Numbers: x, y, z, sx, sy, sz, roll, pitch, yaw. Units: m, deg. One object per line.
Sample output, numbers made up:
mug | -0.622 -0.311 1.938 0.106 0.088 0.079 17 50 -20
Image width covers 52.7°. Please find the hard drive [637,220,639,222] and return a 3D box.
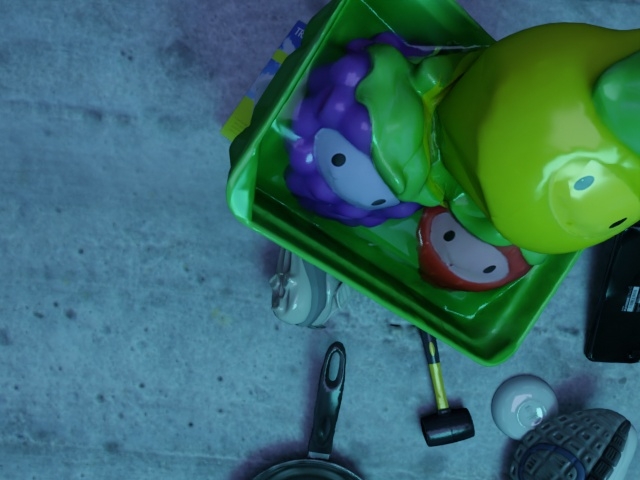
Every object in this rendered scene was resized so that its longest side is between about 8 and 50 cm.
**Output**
hard drive | 0.404 -0.102 0.731 0.255 0.054 0.171 -11 96 13

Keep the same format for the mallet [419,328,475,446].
mallet | 0.148 0.154 0.782 0.063 0.039 0.189 -5 91 -1

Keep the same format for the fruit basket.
fruit basket | 0.136 -0.054 0.555 0.392 0.392 0.282 33 92 -4

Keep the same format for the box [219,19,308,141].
box | -0.019 -0.161 0.720 0.109 0.042 0.178 37 94 27

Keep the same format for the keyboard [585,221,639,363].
keyboard | 0.377 0.061 0.763 0.100 0.038 0.191 4 119 4

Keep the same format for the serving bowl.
serving bowl | 0.255 0.209 0.792 0.084 0.027 0.083 0 95 -1

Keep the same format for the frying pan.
frying pan | -0.032 0.294 0.780 0.197 0.053 0.325 -14 94 0

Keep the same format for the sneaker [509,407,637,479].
sneaker | 0.285 0.328 0.773 0.129 0.111 0.297 21 106 -26

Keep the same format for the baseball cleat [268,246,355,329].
baseball cleat | 0.000 0.000 0.752 0.110 0.072 0.205 19 81 -36
